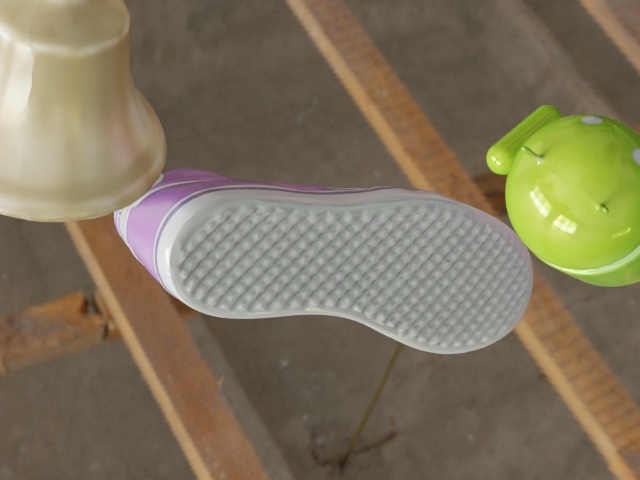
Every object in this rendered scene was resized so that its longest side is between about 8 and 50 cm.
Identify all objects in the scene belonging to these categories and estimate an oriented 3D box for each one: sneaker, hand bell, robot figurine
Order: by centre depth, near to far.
[{"bbox_3d":[0.120,-0.016,0.575,0.101,0.115,0.067,38,-81,26],"label":"robot figurine"},{"bbox_3d":[-0.110,-0.138,0.589,0.126,0.242,0.126,11,-138,-10],"label":"hand bell"},{"bbox_3d":[0.000,-0.001,0.896,0.282,0.102,0.161,12,-175,-29],"label":"sneaker"}]
